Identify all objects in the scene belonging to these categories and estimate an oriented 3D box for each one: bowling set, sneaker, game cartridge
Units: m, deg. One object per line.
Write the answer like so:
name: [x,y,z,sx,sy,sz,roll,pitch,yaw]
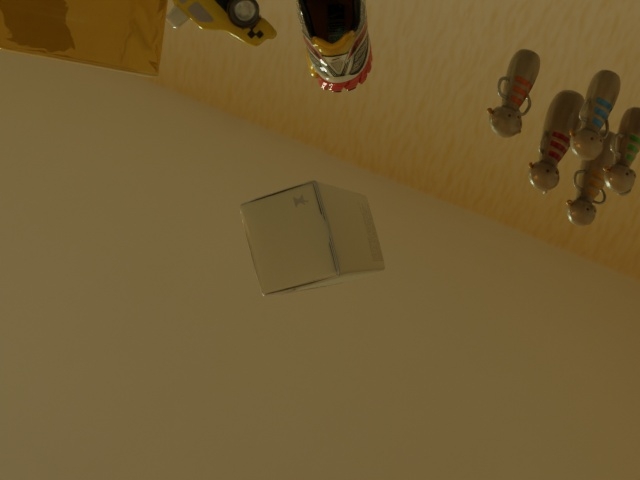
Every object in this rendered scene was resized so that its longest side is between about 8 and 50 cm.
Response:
bowling set: [0.374,-0.136,1.191,0.287,0.200,0.154,31,-106,-33]
sneaker: [0.013,-0.274,0.915,0.088,0.092,0.225,-11,-104,4]
game cartridge: [-0.382,-0.413,1.323,0.324,0.285,0.053,5,-174,-33]

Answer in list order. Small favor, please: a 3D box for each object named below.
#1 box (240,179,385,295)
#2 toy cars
box: [0.000,0.000,1.065,0.094,0.275,0.113,-16,-96,14]
toy cars: [-0.186,-0.318,0.936,0.087,0.394,0.176,-45,-124,2]
